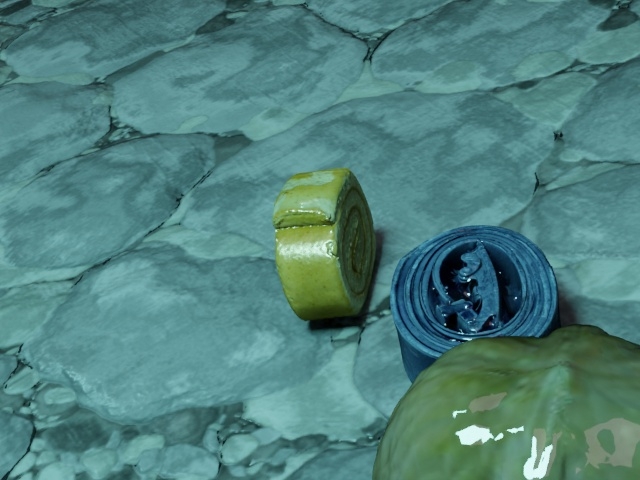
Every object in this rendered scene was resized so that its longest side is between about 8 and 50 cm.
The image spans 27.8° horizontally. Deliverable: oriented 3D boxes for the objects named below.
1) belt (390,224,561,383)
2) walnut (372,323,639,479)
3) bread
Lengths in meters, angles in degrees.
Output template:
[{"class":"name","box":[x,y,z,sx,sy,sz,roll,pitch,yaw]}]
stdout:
[{"class":"belt","box":[0.133,0.060,1.106,0.141,0.082,0.190,-7,36,6]},{"class":"walnut","box":[0.155,0.169,0.810,0.248,0.248,0.248,-12,34,8]},{"class":"bread","box":[0.000,0.000,1.220,0.073,0.122,0.149,-9,33,19]}]
